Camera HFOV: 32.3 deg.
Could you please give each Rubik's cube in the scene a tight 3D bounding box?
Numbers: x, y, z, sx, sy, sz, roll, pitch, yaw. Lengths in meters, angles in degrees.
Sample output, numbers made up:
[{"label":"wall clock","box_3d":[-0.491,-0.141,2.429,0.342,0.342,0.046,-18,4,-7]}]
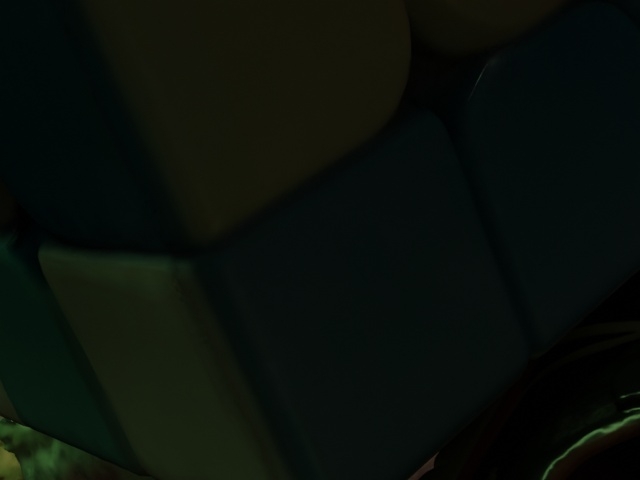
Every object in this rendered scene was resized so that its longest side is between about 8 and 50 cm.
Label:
[{"label":"Rubik's cube","box_3d":[-0.042,-0.128,0.511,0.344,0.347,0.347,-35,21,-32]}]

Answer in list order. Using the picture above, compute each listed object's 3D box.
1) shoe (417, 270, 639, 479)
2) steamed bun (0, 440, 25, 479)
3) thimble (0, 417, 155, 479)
[{"label":"shoe","box_3d":[0.137,0.073,0.434,0.291,0.114,0.137,-44,9,-32]},{"label":"steamed bun","box_3d":[-0.209,0.205,0.866,0.292,0.137,0.295,-43,-3,1]},{"label":"thimble","box_3d":[-0.088,0.116,0.712,0.149,0.185,0.211,-27,-25,26]}]
